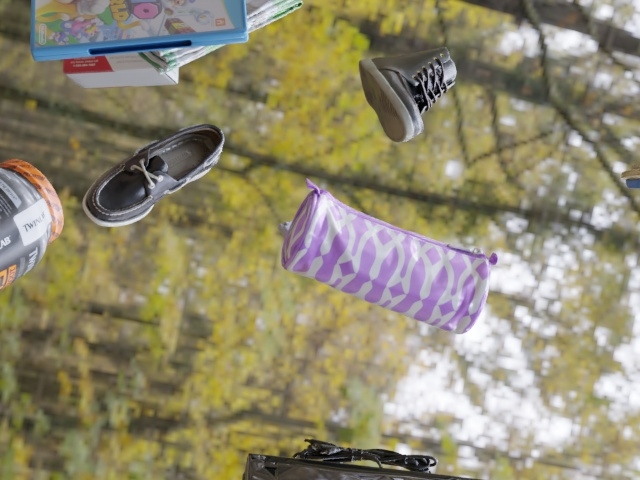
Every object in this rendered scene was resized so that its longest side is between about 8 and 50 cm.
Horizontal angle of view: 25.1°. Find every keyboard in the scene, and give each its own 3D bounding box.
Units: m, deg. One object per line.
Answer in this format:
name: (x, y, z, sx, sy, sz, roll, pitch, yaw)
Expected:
keyboard: (0.070, 0.278, 1.628, 0.201, 0.317, 0.033, -95, -166, -77)

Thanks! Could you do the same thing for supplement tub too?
supplement tub: (-0.340, 0.004, 1.351, 0.190, 0.117, 0.117, -38, 164, -42)

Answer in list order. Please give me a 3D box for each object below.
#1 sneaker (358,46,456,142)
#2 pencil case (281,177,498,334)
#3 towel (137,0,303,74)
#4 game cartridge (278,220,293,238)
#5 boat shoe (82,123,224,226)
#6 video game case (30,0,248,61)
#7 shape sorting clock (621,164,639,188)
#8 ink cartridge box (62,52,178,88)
sneaker: (0.124, -0.197, 1.826, 0.222, 0.118, 0.083, -111, -173, -64)
pencil case: (0.065, 0.019, 1.355, 0.086, 0.206, 0.088, -107, -141, -67)
towel: (-0.105, -0.202, 1.186, 0.113, 0.152, 0.023, 43, -33, 25)
game cartridge: (0.000, 0.000, 1.560, 0.056, 0.083, 0.017, 50, -51, 38)
boat shoe: (-0.122, -0.051, 1.074, 0.046, 0.125, 0.038, 56, -36, 8)
video game case: (-0.143, -0.197, 1.131, 0.015, 0.166, 0.119, 87, -3, -57)
shape sorting clock: (0.410, -0.066, 1.459, 0.206, 0.206, 0.040, -168, -98, -74)
ink cartridge box: (-0.241, -0.281, 1.761, 0.072, 0.128, 0.175, 37, 52, -73)
